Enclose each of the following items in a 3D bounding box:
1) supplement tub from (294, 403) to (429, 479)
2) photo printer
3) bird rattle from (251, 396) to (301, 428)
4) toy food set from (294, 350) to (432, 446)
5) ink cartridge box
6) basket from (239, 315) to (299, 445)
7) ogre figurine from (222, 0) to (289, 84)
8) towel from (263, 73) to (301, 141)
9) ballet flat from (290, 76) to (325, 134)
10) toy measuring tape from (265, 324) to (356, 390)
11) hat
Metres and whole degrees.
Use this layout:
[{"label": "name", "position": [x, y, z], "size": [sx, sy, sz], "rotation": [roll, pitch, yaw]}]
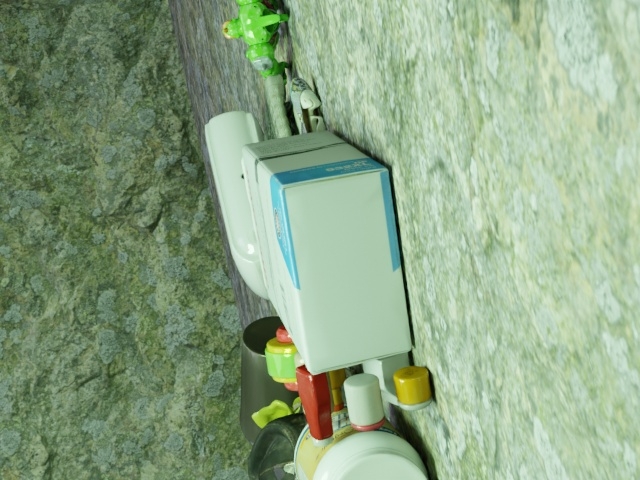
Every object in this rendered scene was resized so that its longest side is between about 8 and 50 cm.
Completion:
[{"label": "supplement tub", "position": [0.051, 0.292, 1.353], "size": [0.199, 0.144, 0.144], "rotation": [-151, 50, -78]}, {"label": "photo printer", "position": [-0.117, -0.047, 1.996], "size": [0.256, 0.107, 0.308], "rotation": [71, -176, -71]}, {"label": "bird rattle", "position": [-0.017, 0.398, 1.989], "size": [0.207, 0.143, 0.254], "rotation": [13, 118, 62]}, {"label": "toy food set", "position": [0.040, 0.186, 1.291], "size": [0.232, 0.111, 0.105], "rotation": [14, 118, 55]}, {"label": "ink cartridge box", "position": [0.000, 0.000, 1.357], "size": [0.307, 0.129, 0.223], "rotation": [-131, 30, -72]}, {"label": "basket", "position": [-0.089, 0.279, 2.198], "size": [0.204, 0.154, 0.227], "rotation": [-115, 20, -53]}, {"label": "ogre figurine", "position": [-0.094, -0.332, 1.669], "size": [0.118, 0.096, 0.197], "rotation": [-58, -25, -77]}, {"label": "towel", "position": [-0.029, -0.071, 1.741], "size": [0.312, 0.056, 0.324], "rotation": [101, 153, -74]}, {"label": "ballet flat", "position": [-0.012, -0.176, 1.533], "size": [0.041, 0.041, 0.114], "rotation": [154, 104, -81]}, {"label": "toy measuring tape", "position": [-0.026, 0.206, 1.816], "size": [0.330, 0.121, 0.121], "rotation": [-146, 45, -77]}, {"label": "hat", "position": [-0.029, 0.339, 1.603], "size": [0.331, 0.134, 0.331], "rotation": [176, 90, -68]}]
